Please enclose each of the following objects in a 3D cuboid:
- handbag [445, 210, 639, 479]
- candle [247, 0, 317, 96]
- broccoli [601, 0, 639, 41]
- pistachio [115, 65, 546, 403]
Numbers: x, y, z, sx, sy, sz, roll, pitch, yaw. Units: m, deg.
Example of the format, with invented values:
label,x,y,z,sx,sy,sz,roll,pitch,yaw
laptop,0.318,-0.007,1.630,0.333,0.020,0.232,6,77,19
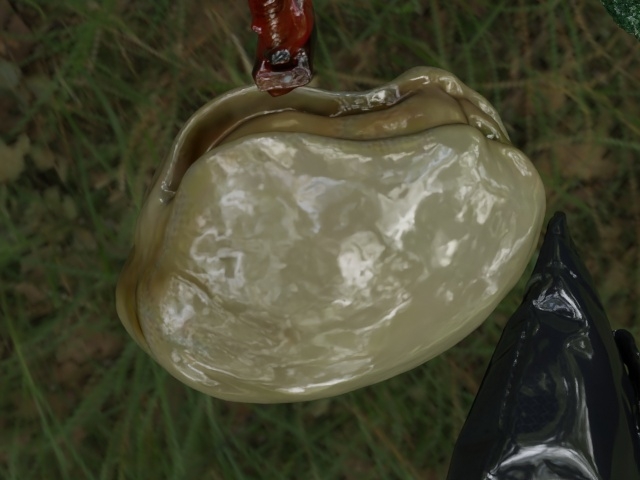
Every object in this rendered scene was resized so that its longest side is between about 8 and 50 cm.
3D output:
label,x,y,z,sx,sy,sz,roll,pitch,yaw
handbag,0.129,0.141,0.713,0.088,0.211,0.254,-5,132,26
candle,-0.036,-0.219,1.163,0.059,0.302,0.084,3,128,-6
broccoli,0.361,-0.255,1.177,0.269,0.269,0.254,-25,124,-11
pistachio,0.000,0.000,1.462,0.445,0.281,0.365,-25,130,9
